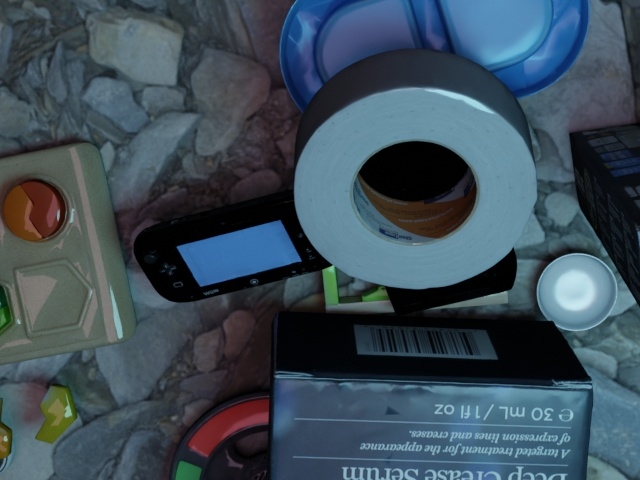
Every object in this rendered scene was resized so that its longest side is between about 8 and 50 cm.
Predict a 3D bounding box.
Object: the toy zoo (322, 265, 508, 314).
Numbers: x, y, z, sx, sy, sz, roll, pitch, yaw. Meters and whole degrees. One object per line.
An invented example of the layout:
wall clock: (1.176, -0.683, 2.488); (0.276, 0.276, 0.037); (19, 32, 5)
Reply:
toy zoo: (0.087, -0.072, 1.498); (0.192, 0.030, 0.293); (-4, 103, 3)

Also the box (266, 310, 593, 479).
box: (0.090, 0.288, 1.447); (0.294, 0.212, 0.395); (1, 104, -2)

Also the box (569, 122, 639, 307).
box: (0.409, -0.044, 1.310); (0.318, 0.395, 0.097); (-10, 104, 5)

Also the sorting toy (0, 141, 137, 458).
sorting toy: (-0.311, 0.068, 1.516); (0.229, 0.041, 0.307); (-11, 94, 4)

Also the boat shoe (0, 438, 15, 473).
boat shoe: (-0.439, 0.227, 1.562); (0.219, 0.070, 0.077); (4, 103, 1)

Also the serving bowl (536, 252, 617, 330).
serving bowl: (0.265, 0.051, 1.523); (0.083, 0.027, 0.083); (0, 103, 2)

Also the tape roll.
tape roll: (0.084, -0.062, 1.330); (0.219, 0.072, 0.219); (1, 126, 2)

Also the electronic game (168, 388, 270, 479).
electronic game: (-0.049, 0.269, 1.572); (0.229, 0.048, 0.229); (0, 103, 2)

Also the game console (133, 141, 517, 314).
game console: (0.000, 0.000, 1.449); (0.361, 0.044, 0.213); (-14, 125, 13)

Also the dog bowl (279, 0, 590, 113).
dog bowl: (0.108, -0.201, 1.417); (0.297, 0.074, 0.165); (-17, 100, 5)
